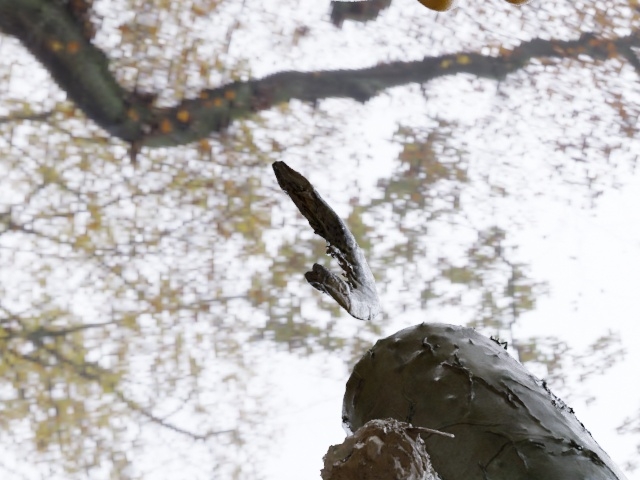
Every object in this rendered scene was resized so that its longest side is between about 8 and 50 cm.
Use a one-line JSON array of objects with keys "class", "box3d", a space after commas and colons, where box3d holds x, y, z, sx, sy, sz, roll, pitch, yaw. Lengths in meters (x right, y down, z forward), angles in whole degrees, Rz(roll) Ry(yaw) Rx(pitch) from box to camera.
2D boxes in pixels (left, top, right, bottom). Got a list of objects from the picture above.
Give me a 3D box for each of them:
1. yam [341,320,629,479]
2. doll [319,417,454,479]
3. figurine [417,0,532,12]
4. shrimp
[{"class": "yam", "box3d": [0.169, 0.249, 1.420, 0.241, 0.241, 0.348, -57, -144, 18]}, {"class": "doll", "box3d": [0.063, 0.259, 1.181, 0.114, 0.105, 0.221, -6, -96, 7]}, {"class": "figurine", "box3d": [0.175, -0.335, 1.244, 0.215, 0.344, 0.187, -21, -115, -16]}, {"class": "shrimp", "box3d": [-0.003, 0.002, 1.443, 0.035, 0.148, 0.195, -36, -92, 21]}]
